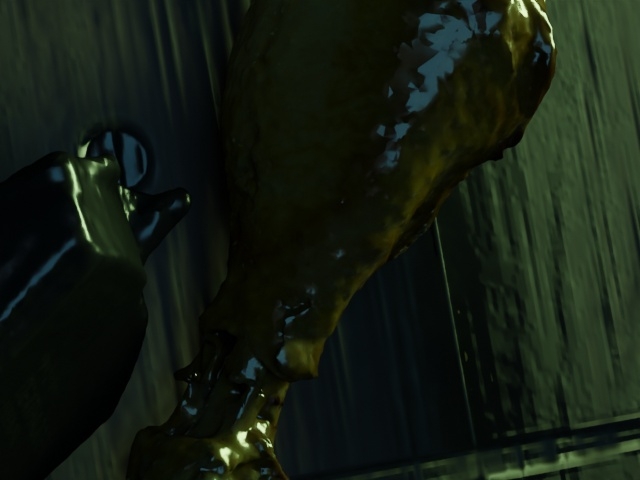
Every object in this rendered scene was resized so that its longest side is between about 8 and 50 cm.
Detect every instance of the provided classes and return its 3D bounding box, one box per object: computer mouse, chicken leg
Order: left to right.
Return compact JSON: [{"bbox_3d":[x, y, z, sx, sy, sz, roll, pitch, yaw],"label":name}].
[{"bbox_3d":[-0.141,0.063,0.546,0.088,0.147,0.264,41,68,12],"label":"computer mouse"},{"bbox_3d":[-0.003,-0.001,0.637,0.087,0.107,0.251,30,78,-35],"label":"chicken leg"}]
